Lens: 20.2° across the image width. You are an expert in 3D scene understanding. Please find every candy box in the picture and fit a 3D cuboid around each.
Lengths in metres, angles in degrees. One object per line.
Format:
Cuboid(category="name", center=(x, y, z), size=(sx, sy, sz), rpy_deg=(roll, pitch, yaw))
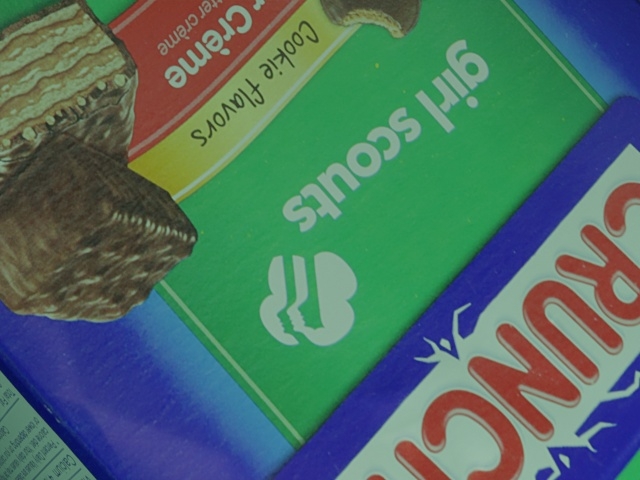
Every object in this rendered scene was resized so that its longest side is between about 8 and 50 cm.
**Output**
Cuboid(category="candy box", center=(0.000, 0.000, 0.631), size=(0.268, 0.122, 0.317), rpy_deg=(-41, 89, -26))
